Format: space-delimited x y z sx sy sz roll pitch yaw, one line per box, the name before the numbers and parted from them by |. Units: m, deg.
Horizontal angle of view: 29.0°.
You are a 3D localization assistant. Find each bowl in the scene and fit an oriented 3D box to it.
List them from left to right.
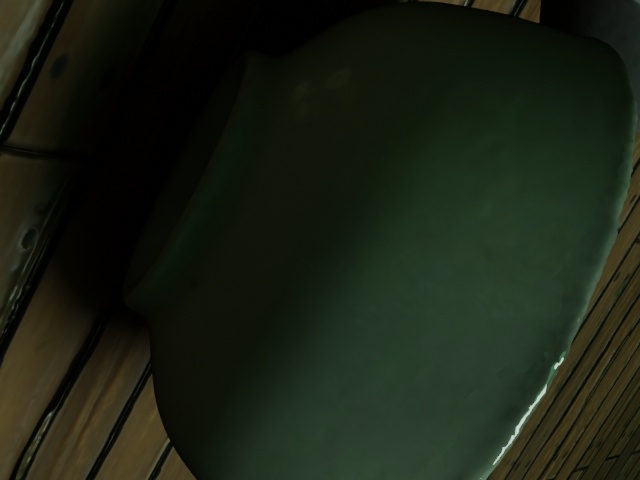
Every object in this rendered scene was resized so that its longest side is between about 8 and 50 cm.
bowl | 0.000 0.000 0.576 0.289 0.146 0.289 -56 -166 22

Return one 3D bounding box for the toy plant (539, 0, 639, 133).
toy plant | 0.205 -0.241 0.541 0.185 0.280 0.400 -43 147 -41
